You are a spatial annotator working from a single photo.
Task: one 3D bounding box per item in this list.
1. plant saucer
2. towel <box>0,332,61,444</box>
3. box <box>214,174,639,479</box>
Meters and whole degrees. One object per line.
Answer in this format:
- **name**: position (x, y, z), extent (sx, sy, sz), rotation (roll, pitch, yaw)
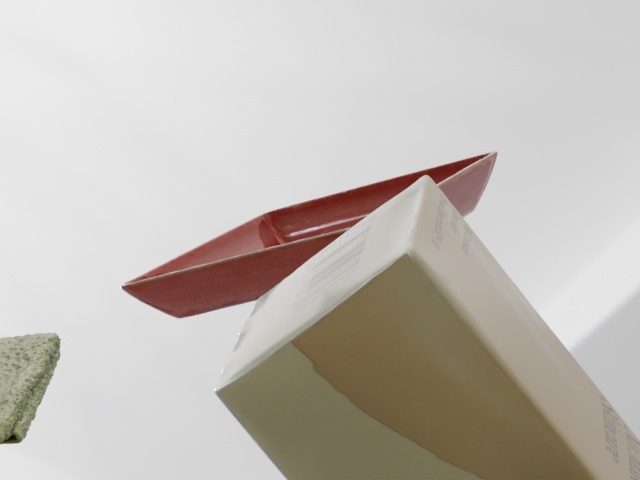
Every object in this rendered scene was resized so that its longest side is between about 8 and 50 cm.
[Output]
- **plant saucer**: position (0.000, 0.000, 1.609), extent (0.259, 0.258, 0.048), rotation (-13, -82, 31)
- **towel**: position (-0.237, 0.103, 1.264), extent (0.110, 0.148, 0.027), rotation (-7, -68, 11)
- **box**: position (0.098, 0.136, 0.934), extent (0.121, 0.148, 0.311), rotation (-37, -79, 15)
